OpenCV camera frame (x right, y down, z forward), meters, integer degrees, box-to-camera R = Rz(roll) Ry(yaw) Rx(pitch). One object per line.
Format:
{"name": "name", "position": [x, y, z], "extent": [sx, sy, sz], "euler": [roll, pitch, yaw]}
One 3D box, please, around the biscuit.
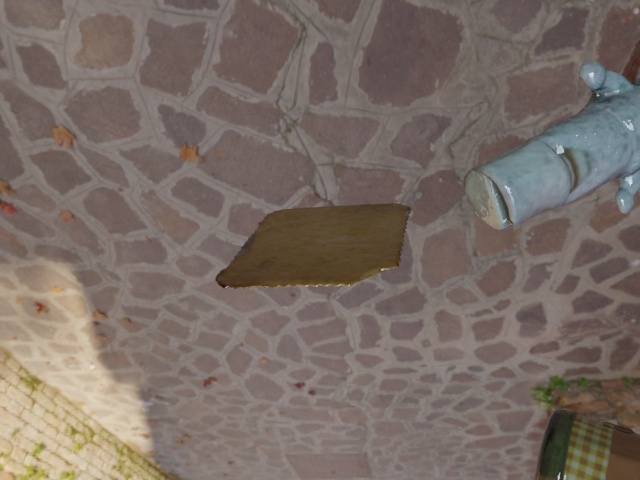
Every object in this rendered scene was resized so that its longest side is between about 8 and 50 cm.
{"name": "biscuit", "position": [0.000, 0.000, 0.634], "extent": [0.236, 0.232, 0.013], "euler": [-2, 117, 18]}

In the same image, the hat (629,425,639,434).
{"name": "hat", "position": [0.483, 0.327, 0.635], "extent": [0.203, 0.203, 0.126], "euler": [18, 133, -16]}

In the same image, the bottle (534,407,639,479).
{"name": "bottle", "position": [0.339, 0.245, 0.394], "extent": [0.271, 0.143, 0.156], "euler": [8, 179, 35]}

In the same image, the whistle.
{"name": "whistle", "position": [0.283, -0.106, 0.388], "extent": [0.346, 0.134, 0.142], "euler": [-26, 130, -9]}
